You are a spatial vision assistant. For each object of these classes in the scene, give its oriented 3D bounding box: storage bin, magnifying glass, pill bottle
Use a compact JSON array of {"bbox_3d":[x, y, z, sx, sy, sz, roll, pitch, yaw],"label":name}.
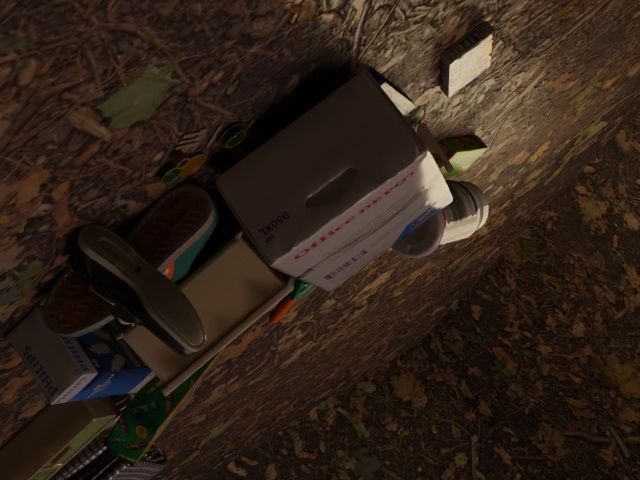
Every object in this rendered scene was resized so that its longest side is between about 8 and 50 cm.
[{"bbox_3d":[-0.183,0.088,1.635,0.262,0.123,0.260,-41,-170,6],"label":"storage bin"},{"bbox_3d":[-0.051,0.120,2.375,0.231,0.026,0.092,-47,163,32],"label":"magnifying glass"},{"bbox_3d":[0.278,-0.059,2.358,0.161,0.161,0.283,-48,163,30],"label":"pill bottle"}]

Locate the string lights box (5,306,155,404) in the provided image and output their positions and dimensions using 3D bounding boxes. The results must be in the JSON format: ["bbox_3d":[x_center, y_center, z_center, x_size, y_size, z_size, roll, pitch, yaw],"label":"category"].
[{"bbox_3d":[-0.370,0.180,1.590,0.077,0.133,0.260,-41,165,11],"label":"string lights box"}]

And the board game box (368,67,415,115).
[{"bbox_3d":[0.077,-0.212,1.683,0.136,0.035,0.201,-42,164,13],"label":"board game box"}]

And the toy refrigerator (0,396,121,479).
[{"bbox_3d":[-0.523,0.395,1.935,0.269,0.094,0.102,-41,165,12],"label":"toy refrigerator"}]

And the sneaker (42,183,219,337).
[{"bbox_3d":[-0.270,0.046,1.485,0.302,0.108,0.121,-39,161,-6],"label":"sneaker"}]

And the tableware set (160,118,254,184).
[{"bbox_3d":[-0.158,-0.122,1.418,0.154,0.024,0.104,-21,158,-49],"label":"tableware set"}]

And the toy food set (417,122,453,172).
[{"bbox_3d":[0.157,-0.120,2.002,0.218,0.128,0.071,-42,-174,-6],"label":"toy food set"}]

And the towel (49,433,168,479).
[{"bbox_3d":[-0.482,0.532,2.204,0.235,0.121,0.283,-39,166,1],"label":"towel"}]

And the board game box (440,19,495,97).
[{"bbox_3d":[0.265,-0.327,1.806,0.103,0.026,0.154,-37,165,-3],"label":"board game box"}]

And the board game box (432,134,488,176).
[{"bbox_3d":[0.303,-0.189,2.263,0.092,0.043,0.181,-47,163,29],"label":"board game box"}]

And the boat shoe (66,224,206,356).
[{"bbox_3d":[-0.255,0.080,1.381,0.079,0.233,0.084,-51,175,28],"label":"boat shoe"}]

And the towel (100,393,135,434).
[{"bbox_3d":[-0.492,0.431,2.207,0.187,0.049,0.282,-29,163,-27],"label":"towel"}]

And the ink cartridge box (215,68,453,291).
[{"bbox_3d":[0.039,-0.078,1.600,0.285,0.166,0.395,-37,166,5],"label":"ink cartridge box"}]

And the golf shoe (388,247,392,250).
[{"bbox_3d":[0.243,-0.014,2.556,0.176,0.086,0.069,-35,166,-9],"label":"golf shoe"}]

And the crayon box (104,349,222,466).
[{"bbox_3d":[-0.315,0.312,2.044,0.278,0.081,0.165,-52,178,-45],"label":"crayon box"}]
